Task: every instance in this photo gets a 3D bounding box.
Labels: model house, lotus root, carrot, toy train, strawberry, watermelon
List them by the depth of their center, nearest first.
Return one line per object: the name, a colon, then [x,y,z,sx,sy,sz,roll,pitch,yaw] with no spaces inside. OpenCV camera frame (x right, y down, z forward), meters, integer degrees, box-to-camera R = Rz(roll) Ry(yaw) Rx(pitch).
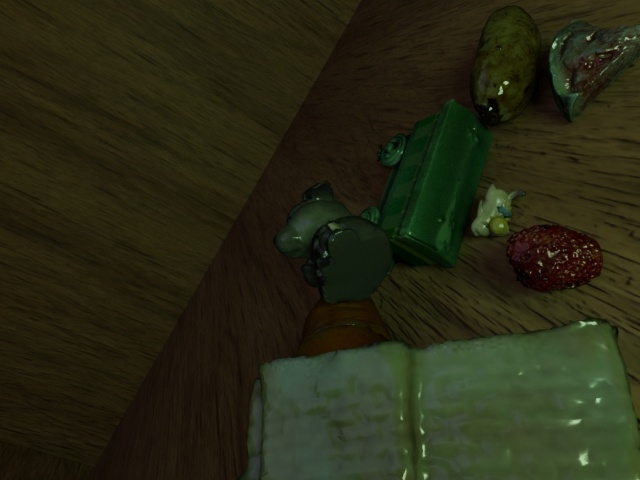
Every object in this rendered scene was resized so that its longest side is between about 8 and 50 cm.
model house: [0.094,0.235,0.343,0.299,0.243,0.284,-16,47,24]
strawberry: [0.264,0.021,0.531,0.097,0.083,0.083,-10,49,29]
watermelon: [0.375,-0.263,0.645,0.139,0.071,0.186,-22,43,54]
lotus root: [0.310,-0.303,0.779,0.097,0.110,0.258,-31,37,57]
carrot: [0.048,0.143,0.808,0.159,0.159,0.225,-52,12,24]
toy train: [0.172,-0.085,0.820,0.202,0.120,0.300,-12,52,60]

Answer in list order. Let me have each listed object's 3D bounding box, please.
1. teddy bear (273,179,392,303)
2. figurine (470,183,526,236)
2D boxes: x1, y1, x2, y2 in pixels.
teddy bear: [0.008,0.016,0.776,0.144,0.171,0.251,-21,26,-16]
figurine: [0.255,-0.039,0.673,0.051,0.047,0.083,26,92,59]
